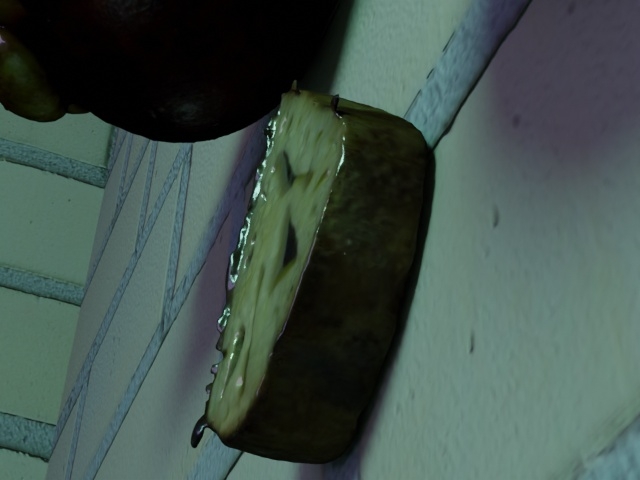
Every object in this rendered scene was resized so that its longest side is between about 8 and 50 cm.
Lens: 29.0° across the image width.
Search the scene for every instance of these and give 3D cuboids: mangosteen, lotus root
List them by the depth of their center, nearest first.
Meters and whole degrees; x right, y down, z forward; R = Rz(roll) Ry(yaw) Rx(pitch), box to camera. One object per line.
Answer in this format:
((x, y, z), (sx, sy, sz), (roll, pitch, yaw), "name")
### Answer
((0.000, 0.000, 0.723), (0.170, 0.074, 0.261), (138, 147, -61), "lotus root")
((-0.159, -0.216, 1.014), (0.307, 0.346, 0.307), (158, 90, -85), "mangosteen")
